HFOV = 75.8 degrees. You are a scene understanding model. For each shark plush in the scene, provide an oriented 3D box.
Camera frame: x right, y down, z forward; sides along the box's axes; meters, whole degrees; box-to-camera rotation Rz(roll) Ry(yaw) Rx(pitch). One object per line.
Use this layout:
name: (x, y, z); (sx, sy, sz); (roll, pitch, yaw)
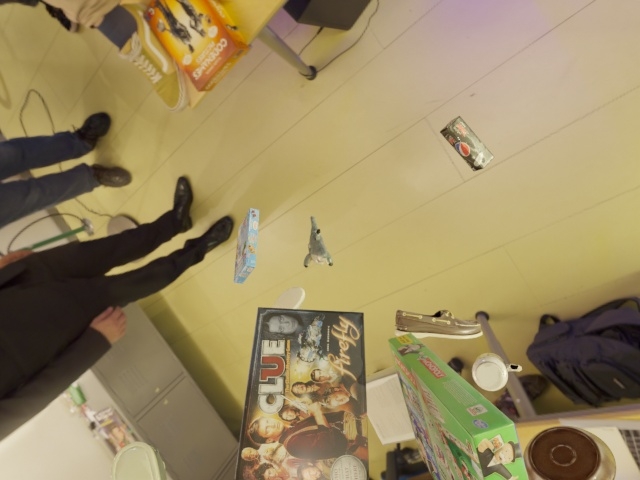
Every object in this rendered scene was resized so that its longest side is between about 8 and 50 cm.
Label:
shark plush: (0.000, 0.000, 1.032); (0.073, 0.161, 0.067); (6, 137, -1)

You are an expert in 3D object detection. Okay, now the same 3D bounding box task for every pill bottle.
pill bottle: (0.548, 0.427, 1.332); (0.107, 0.180, 0.108); (-4, 80, 23)

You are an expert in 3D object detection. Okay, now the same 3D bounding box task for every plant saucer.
plant saucer: (0.901, 0.804, 1.517); (0.310, 0.311, 0.050); (-22, 110, 33)

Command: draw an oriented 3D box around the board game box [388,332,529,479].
board game box: (0.174, 0.268, 0.542); (0.046, 0.317, 0.214); (-15, 94, -4)

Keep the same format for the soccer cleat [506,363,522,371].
soccer cleat: (0.650, 0.439, 1.422); (0.083, 0.029, 0.035); (-10, 141, 37)

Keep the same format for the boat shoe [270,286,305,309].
boat shoe: (-0.100, 0.209, 1.203); (0.184, 0.063, 0.066); (-52, 51, 13)

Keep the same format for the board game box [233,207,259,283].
board game box: (-0.253, 0.020, 1.400); (0.039, 0.212, 0.160); (10, 151, -22)

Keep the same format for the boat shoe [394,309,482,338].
boat shoe: (0.436, 0.305, 1.514); (0.324, 0.116, 0.097); (1, 88, 0)

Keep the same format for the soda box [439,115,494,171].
soda box: (0.446, -0.293, 1.251); (0.060, 0.053, 0.169); (-45, 96, -7)

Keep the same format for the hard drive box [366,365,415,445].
hard drive box: (0.231, 0.440, 1.129); (0.232, 0.089, 0.181); (-35, 79, 39)

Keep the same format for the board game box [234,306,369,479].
board game box: (-0.020, 0.214, 0.569); (0.164, 0.243, 0.042); (3, 144, -2)

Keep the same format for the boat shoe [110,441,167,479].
boat shoe: (-0.309, 0.540, 0.753); (0.099, 0.116, 0.320); (87, 160, -54)
